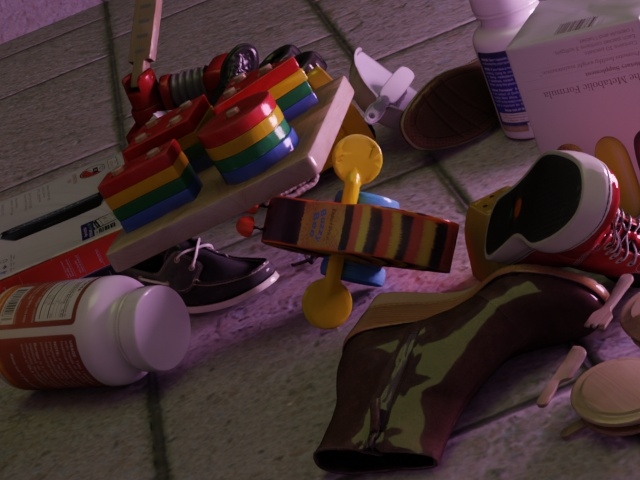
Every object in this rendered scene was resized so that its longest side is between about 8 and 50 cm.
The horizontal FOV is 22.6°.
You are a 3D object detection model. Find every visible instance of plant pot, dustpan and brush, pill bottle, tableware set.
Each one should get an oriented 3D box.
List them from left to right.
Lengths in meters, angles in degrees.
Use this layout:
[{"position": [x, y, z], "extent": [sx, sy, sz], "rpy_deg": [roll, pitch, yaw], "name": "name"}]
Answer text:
[{"position": [-0.252, 0.101, 1.748], "extent": [0.216, 0.121, 0.121], "rpy_deg": [-5, 26, 36], "name": "pill bottle"}, {"position": [0.086, -0.183, 2.075], "extent": [0.060, 0.147, 0.211], "rpy_deg": [-55, -1, 38], "name": "dustpan and brush"}, {"position": [0.192, -0.006, 1.624], "extent": [0.081, 0.083, 0.081], "rpy_deg": [-26, 22, -11], "name": "plant pot"}, {"position": [0.249, -0.229, 1.964], "extent": [0.112, 0.186, 0.112], "rpy_deg": [-19, 22, 8], "name": "pill bottle"}, {"position": [0.276, 0.103, 1.344], "extent": [0.128, 0.039, 0.194], "rpy_deg": [6, 38, 35], "name": "tableware set"}]

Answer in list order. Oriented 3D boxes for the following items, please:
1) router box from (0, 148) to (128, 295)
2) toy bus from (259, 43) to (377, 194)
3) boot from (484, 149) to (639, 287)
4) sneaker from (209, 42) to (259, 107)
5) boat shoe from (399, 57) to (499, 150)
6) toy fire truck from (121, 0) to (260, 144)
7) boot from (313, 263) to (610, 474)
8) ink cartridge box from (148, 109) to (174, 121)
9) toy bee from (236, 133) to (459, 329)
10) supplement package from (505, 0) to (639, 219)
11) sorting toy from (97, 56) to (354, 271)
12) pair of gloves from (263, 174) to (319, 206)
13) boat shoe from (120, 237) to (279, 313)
[{"position": [-0.334, 0.001, 2.122], "extent": [0.301, 0.082, 0.335], "rpy_deg": [-23, 21, -3], "name": "router box"}, {"position": [-0.058, -0.139, 2.142], "extent": [0.211, 0.149, 0.220], "rpy_deg": [-42, 22, -4], "name": "toy bus"}, {"position": [0.262, -0.011, 1.420], "extent": [0.176, 0.088, 0.244], "rpy_deg": [12, -10, -7], "name": "boot"}, {"position": [-0.115, -0.182, 2.086], "extent": [0.170, 0.051, 0.089], "rpy_deg": [-63, 21, -8], "name": "sneaker"}, {"position": [0.201, -0.186, 2.075], "extent": [0.257, 0.095, 0.095], "rpy_deg": [-32, 0, -22], "name": "boat shoe"}, {"position": [-0.187, -0.230, 2.310], "extent": [0.217, 0.246, 0.158], "rpy_deg": [-15, 22, 17], "name": "toy fire truck"}, {"position": [0.128, 0.123, 1.419], "extent": [0.248, 0.090, 0.207], "rpy_deg": [-6, 40, 25], "name": "boot"}, {"position": [-0.190, -0.120, 2.148], "extent": [0.060, 0.104, 0.180], "rpy_deg": [-49, 0, 7], "name": "ink cartridge box"}, {"position": [0.000, 0.000, 1.701], "extent": [0.162, 0.195, 0.298], "rpy_deg": [14, -27, -31], "name": "toy bee"}, {"position": [0.294, -0.113, 1.558], "extent": [0.139, 0.244, 0.134], "rpy_deg": [-11, 23, 29], "name": "supplement package"}, {"position": [-0.110, -0.103, 1.746], "extent": [0.255, 0.089, 0.257], "rpy_deg": [-25, 18, 19], "name": "sorting toy"}, {"position": [-0.127, -0.083, 1.939], "extent": [0.240, 0.042, 0.204], "rpy_deg": [-22, 32, 2], "name": "pair of gloves"}, {"position": [-0.150, 0.036, 1.868], "extent": [0.233, 0.079, 0.084], "rpy_deg": [-1, 28, 41], "name": "boat shoe"}]
